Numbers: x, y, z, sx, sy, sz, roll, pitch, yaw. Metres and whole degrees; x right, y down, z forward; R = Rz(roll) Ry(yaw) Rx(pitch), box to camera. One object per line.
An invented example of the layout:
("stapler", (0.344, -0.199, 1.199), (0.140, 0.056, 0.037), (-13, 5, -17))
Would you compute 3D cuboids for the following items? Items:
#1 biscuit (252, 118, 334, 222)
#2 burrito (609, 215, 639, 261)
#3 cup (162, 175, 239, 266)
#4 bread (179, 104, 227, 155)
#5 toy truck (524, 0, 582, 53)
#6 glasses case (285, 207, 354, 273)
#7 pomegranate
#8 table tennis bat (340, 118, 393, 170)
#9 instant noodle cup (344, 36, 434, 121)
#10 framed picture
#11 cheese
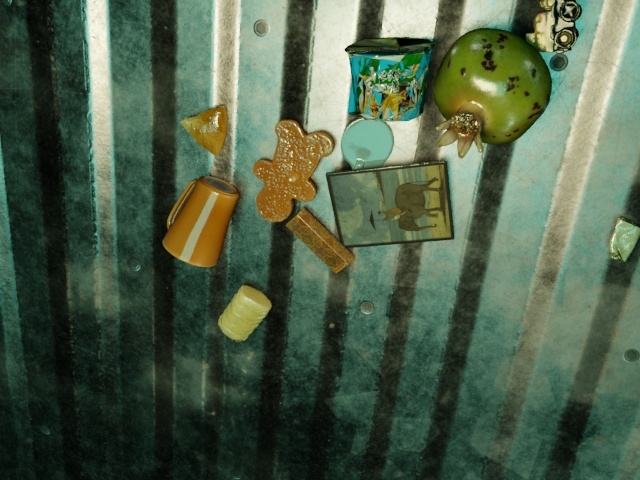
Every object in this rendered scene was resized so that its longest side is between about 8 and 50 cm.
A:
("biscuit", (-0.097, -0.197, 1.779), (0.205, 0.049, 0.324), (24, 113, 4))
("burrito", (0.832, -0.002, 1.652), (0.074, 0.044, 0.118), (20, 112, 7))
("cup", (-0.373, -0.067, 1.842), (0.226, 0.182, 0.264), (38, 110, 31))
("bread", (-0.333, -0.317, 1.784), (0.154, 0.054, 0.136), (-12, 110, 19))
("toy truck", (0.569, -0.587, 1.448), (0.127, 0.127, 0.257), (9, 112, 25))
("glasses case", (0.000, 0.000, 1.827), (0.218, 0.049, 0.075), (44, 138, -6))
("pomegranate", (0.400, -0.365, 1.454), (0.290, 0.323, 0.291), (18, 123, 30))
("table tennis bat", (0.121, -0.240, 1.723), (0.149, 0.038, 0.237), (16, 112, -3))
("instant noodle cup", (0.178, -0.415, 1.551), (0.240, 0.240, 0.178), (3, 119, 11))
("framed picture", (0.204, -0.097, 1.739), (0.347, 0.016, 0.265), (-4, 123, 14))
("cheese", (-0.249, 0.239, 1.954), (0.123, 0.094, 0.167), (37, 113, -1))
